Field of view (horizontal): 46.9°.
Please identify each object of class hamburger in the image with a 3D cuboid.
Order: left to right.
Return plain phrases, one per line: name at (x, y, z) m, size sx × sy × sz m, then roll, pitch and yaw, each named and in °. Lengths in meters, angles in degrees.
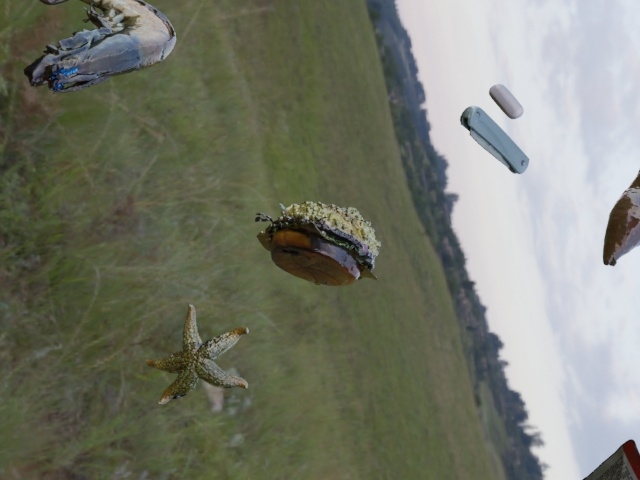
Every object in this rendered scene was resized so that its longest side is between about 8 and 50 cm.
hamburger at (0.000, 0.000, 1.520) m, size 0.262 × 0.243 × 0.138 m, roll 34°, pitch 64°, yaw -34°

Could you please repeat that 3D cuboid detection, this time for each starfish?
starfish at (-0.228, 0.205, 1.357) m, size 0.053 × 0.208 × 0.176 m, roll 67°, pitch 8°, yaw -78°

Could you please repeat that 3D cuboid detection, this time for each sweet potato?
sweet potato at (0.738, -0.057, 1.708) m, size 0.336 × 0.131 × 0.131 m, roll -49°, pitch 149°, yaw -18°

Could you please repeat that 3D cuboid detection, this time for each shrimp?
shrimp at (-0.349, -0.306, 1.062) m, size 0.290 × 0.222 × 0.054 m, roll -50°, pitch 173°, yaw -48°

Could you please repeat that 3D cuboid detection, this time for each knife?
knife at (0.257, -0.143, 1.080) m, size 0.162 × 0.023 × 0.044 m, roll 33°, pitch 72°, yaw -38°

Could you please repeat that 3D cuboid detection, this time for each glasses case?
glasses case at (0.347, -0.260, 1.380) m, size 0.083 × 0.032 × 0.021 m, roll 57°, pitch -5°, yaw 26°

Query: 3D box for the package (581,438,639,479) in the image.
package at (0.618, 0.553, 1.583) m, size 0.239 × 0.030 × 0.154 m, roll -58°, pitch -152°, yaw 29°
